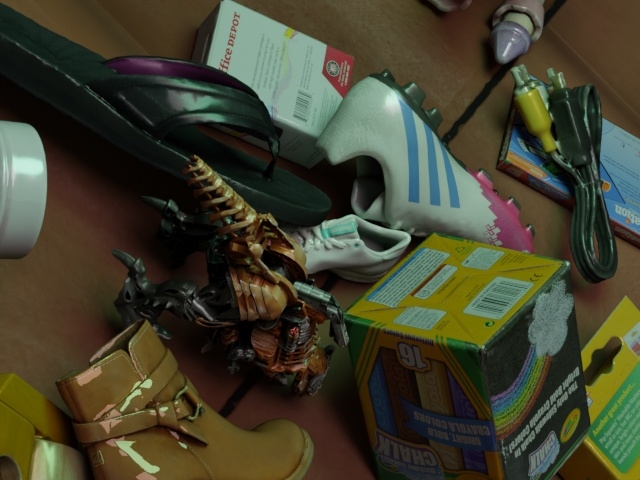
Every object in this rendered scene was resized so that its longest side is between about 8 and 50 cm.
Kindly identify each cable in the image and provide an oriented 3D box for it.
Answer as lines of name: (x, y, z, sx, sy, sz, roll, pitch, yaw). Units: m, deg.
cable: (0.314, -0.087, 2.119, 0.139, 0.072, 0.287, -8, 84, -51)

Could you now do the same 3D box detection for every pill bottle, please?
pill bottle: (-0.415, -0.058, 1.612, 0.283, 0.161, 0.161, 3, 66, -30)

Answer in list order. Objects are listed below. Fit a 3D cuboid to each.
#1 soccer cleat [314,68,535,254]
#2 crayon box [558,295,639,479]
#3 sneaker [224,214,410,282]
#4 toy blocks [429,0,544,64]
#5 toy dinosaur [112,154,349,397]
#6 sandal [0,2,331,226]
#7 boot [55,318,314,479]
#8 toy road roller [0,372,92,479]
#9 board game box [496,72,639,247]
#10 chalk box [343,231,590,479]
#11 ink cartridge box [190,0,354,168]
soccer cleat: (0.115, -0.052, 1.954, 0.143, 0.116, 0.331, -48, 124, -5)
crayon box: (0.397, 0.252, 2.008, 0.323, 0.083, 0.203, 48, 53, -4)
sneaker: (0.000, 0.000, 1.879, 0.212, 0.094, 0.080, 0, 69, -31)
toy blocks: (0.214, -0.381, 2.064, 0.309, 0.288, 0.260, 39, 48, -14)
toy dinosaur: (-0.080, 0.033, 1.728, 0.164, 0.218, 0.321, -46, 137, -52)
sandal: (-0.170, -0.149, 1.780, 0.446, 0.107, 0.167, 29, 15, -11)
boot: (-0.132, 0.177, 1.666, 0.283, 0.109, 0.220, -34, 97, -50)
toy road roller: (-0.377, 0.221, 1.515, 0.329, 0.241, 0.202, 48, 40, -53)
board game box: (0.357, -0.090, 2.179, 0.281, 0.027, 0.145, 28, 55, -17)
chalk box: (0.163, 0.168, 1.814, 0.180, 0.179, 0.289, -40, 130, -40)
ink cartridge box: (-0.061, -0.178, 1.938, 0.175, 0.072, 0.127, 23, 59, -21)
